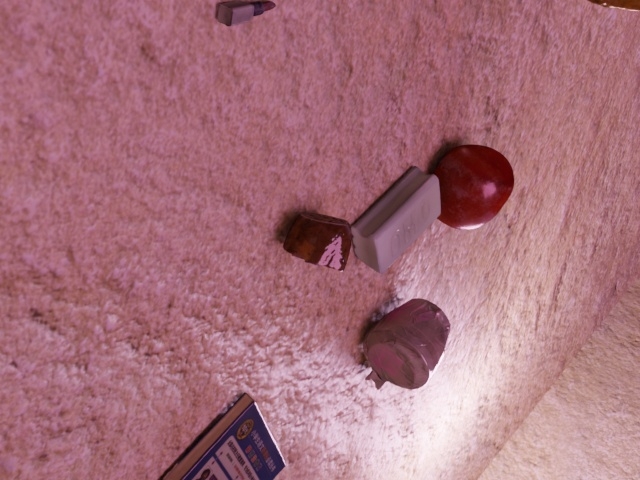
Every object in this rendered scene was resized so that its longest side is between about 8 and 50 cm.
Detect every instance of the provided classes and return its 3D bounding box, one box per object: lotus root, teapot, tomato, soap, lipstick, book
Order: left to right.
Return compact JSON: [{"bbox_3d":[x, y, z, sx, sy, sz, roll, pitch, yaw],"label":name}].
[{"bbox_3d":[-0.241,0.512,1.730,0.428,0.039,0.300,-46,147,-23],"label":"book"},{"bbox_3d":[-0.096,-0.312,1.248,0.107,0.025,0.025,-31,140,-50],"label":"lipstick"},{"bbox_3d":[-0.003,-0.001,1.571,0.122,0.112,0.081,-67,171,-81],"label":"lotus root"},{"bbox_3d":[0.150,-0.039,1.805,0.198,0.066,0.119,-44,144,-25],"label":"soap"},{"bbox_3d":[0.201,0.235,2.025,0.178,0.163,0.221,-45,147,-37],"label":"teapot"},{"bbox_3d":[0.313,-0.108,1.906,0.187,0.151,0.187,-43,150,-32],"label":"tomato"}]

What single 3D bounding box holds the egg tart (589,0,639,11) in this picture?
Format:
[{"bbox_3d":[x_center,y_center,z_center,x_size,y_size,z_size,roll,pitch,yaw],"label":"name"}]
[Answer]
[{"bbox_3d":[0.609,-0.582,1.796,0.288,0.288,0.118,-63,161,5],"label":"egg tart"}]
